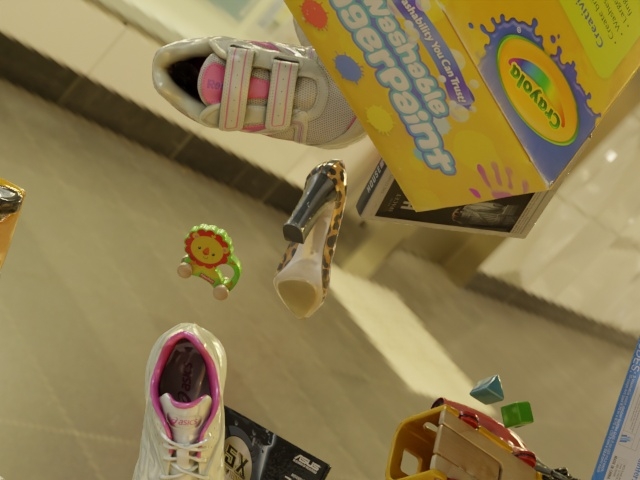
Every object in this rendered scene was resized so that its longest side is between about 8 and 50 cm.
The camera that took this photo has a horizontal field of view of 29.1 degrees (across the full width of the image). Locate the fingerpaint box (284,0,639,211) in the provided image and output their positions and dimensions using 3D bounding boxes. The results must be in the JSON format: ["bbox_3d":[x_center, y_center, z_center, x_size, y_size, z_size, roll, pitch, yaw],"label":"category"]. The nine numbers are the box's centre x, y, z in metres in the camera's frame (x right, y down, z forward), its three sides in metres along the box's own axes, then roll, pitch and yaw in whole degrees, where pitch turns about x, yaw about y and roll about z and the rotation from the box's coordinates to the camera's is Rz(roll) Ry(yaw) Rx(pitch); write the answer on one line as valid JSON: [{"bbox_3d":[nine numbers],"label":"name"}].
[{"bbox_3d":[0.116,-0.313,1.066,0.163,0.371,0.444,-9,-57,48],"label":"fingerpaint box"}]

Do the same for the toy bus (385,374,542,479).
[{"bbox_3d":[0.169,0.275,1.406,0.191,0.104,0.202,-14,81,-45],"label":"toy bus"}]

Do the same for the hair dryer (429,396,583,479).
[{"bbox_3d":[0.301,0.322,1.898,0.294,0.080,0.223,26,-19,21],"label":"hair dryer"}]

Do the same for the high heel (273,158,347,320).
[{"bbox_3d":[0.000,0.000,1.997,0.093,0.261,0.186,19,51,16],"label":"high heel"}]

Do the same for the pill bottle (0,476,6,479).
[{"bbox_3d":[-0.617,0.348,1.750,0.363,0.210,0.210,36,12,6],"label":"pill bottle"}]

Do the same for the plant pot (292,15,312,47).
[{"bbox_3d":[0.138,-0.340,1.691,0.334,0.305,0.333,37,29,-24],"label":"plant pot"}]

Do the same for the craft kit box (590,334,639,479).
[{"bbox_3d":[0.510,0.250,1.612,0.247,0.249,0.061,21,4,33],"label":"craft kit box"}]

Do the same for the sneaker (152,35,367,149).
[{"bbox_3d":[-0.059,-0.141,1.173,0.252,0.102,0.111,8,9,30],"label":"sneaker"}]

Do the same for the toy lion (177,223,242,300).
[{"bbox_3d":[-0.157,0.026,1.791,0.100,0.096,0.034,33,30,-8],"label":"toy lion"}]

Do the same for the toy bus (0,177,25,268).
[{"bbox_3d":[-0.403,0.012,1.182,0.130,0.108,0.332,21,18,3],"label":"toy bus"}]

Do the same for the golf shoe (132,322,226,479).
[{"bbox_3d":[-0.159,0.240,1.387,0.140,0.115,0.306,109,-21,-76],"label":"golf shoe"}]

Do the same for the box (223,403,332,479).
[{"bbox_3d":[-0.098,0.320,1.634,0.180,0.147,0.077,30,-11,4],"label":"box"}]

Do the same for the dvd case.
[{"bbox_3d":[0.184,-0.083,1.488,0.239,0.179,0.029,6,44,-24],"label":"dvd case"}]
